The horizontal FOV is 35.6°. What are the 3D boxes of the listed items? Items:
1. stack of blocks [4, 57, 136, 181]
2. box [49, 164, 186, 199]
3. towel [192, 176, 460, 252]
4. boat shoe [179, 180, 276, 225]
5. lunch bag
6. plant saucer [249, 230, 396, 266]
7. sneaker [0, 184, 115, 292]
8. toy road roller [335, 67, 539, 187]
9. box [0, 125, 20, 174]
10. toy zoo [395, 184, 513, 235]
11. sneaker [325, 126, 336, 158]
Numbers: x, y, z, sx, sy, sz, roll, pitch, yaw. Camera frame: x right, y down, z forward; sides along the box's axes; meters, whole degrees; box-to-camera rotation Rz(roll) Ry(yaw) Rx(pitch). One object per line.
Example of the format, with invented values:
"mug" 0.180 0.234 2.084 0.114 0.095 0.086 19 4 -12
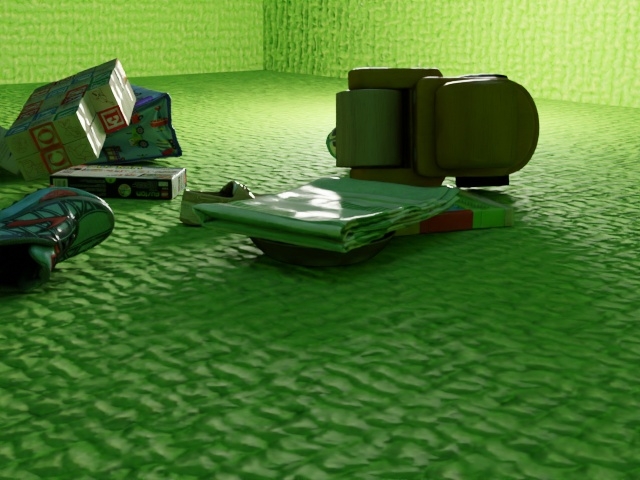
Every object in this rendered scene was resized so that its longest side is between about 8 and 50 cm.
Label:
"stack of blocks" -0.430 -0.217 1.753 0.171 0.087 0.297 -19 25 4
"box" -0.340 -0.100 1.693 0.207 0.036 0.114 2 14 5
"towel" 0.015 -0.047 1.354 0.248 0.038 0.325 9 16 32
"boat shoe" -0.131 -0.061 1.499 0.170 0.059 0.063 -9 17 -35
"lunch bag" -0.462 -0.205 1.984 0.293 0.138 0.221 -22 25 -28
"plant saucer" 0.000 0.000 1.315 0.199 0.036 0.198 0 15 0
"sneaker" -0.337 0.017 1.161 0.125 0.104 0.262 32 34 33
"toy road roller" 0.197 -0.187 1.644 0.330 0.202 0.240 -1 2 -6
"box" -0.617 -0.186 1.902 0.063 0.067 0.324 31 -4 -29
"toy zoo" 0.116 -0.046 1.512 0.293 0.030 0.192 -5 15 -23
"sneaker" 0.105 -0.188 2.003 0.110 0.107 0.275 -13 -3 43
